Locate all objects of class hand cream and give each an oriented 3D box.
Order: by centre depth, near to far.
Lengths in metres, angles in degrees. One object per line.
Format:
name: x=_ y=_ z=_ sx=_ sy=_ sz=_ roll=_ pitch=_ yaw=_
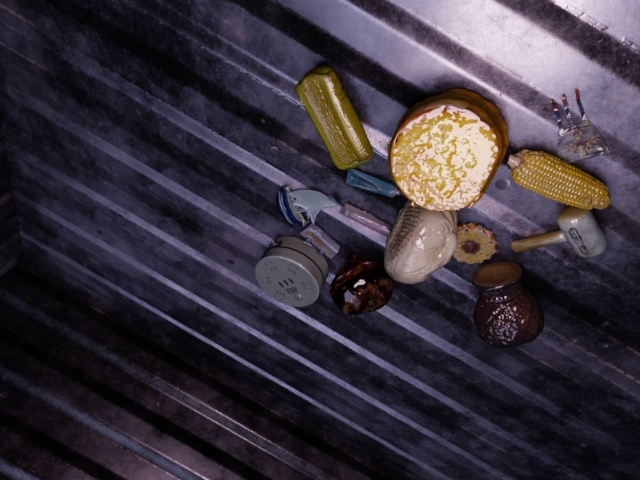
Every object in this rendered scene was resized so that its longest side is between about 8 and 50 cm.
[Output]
hand cream: x=0.206 y=-0.223 z=1.781 sx=0.224 sy=0.048 sz=0.083 roll=20 pitch=138 yaw=15

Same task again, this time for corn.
corn: x=0.767 y=-0.195 z=1.466 sx=0.346 sy=0.130 sz=0.130 roll=25 pitch=135 yaw=4

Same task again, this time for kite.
kite: x=0.788 y=-0.344 z=1.403 sx=0.141 sy=0.015 sz=0.245 roll=-17 pitch=121 yaw=33

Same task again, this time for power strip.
power strip: x=-0.146 y=0.148 z=2.191 sx=0.357 sy=0.161 sz=0.358 roll=14 pitch=133 yaw=15

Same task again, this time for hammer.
hammer: x=0.834 y=-0.007 z=1.623 sx=0.305 sy=0.113 sz=0.202 roll=-21 pitch=115 yaw=44

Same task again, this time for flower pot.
flower pot: x=0.726 y=0.242 z=1.795 sx=0.266 sy=0.267 sz=0.267 roll=-9 pitch=116 yaw=32

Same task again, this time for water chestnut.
water chestnut: x=0.173 y=0.187 z=2.030 sx=0.299 sy=0.300 sz=0.300 roll=14 pitch=133 yaw=15

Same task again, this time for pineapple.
pineapple: x=0.598 y=0.021 z=1.797 sx=0.221 sy=0.047 sz=0.221 roll=13 pitch=133 yaw=14

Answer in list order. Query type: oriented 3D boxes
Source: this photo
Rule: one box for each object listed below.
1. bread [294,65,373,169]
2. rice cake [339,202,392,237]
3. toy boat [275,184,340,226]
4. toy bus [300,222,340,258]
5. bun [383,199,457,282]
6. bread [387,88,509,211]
bread: x=0.057 y=-0.432 z=1.614 sx=0.166 sy=0.112 sz=0.384 roll=-11 pitch=123 yaw=37
rice cake: x=0.205 y=-0.077 z=1.897 sx=0.269 sy=0.055 sz=0.049 roll=26 pitch=140 yaw=0
toy boat: x=-0.058 y=-0.136 z=1.967 sx=0.291 sy=0.070 sz=0.210 roll=13 pitch=136 yaw=12
toy bus: x=0.000 y=0.000 z=2.060 sx=0.190 sy=0.064 sz=0.075 roll=41 pitch=128 yaw=-12
bun: x=0.386 y=0.001 z=1.685 sx=0.210 sy=0.360 sz=0.360 roll=26 pitch=136 yaw=-7
bread: x=0.401 y=-0.287 z=1.459 sx=0.397 sy=0.215 sz=0.399 roll=6 pitch=110 yaw=16
